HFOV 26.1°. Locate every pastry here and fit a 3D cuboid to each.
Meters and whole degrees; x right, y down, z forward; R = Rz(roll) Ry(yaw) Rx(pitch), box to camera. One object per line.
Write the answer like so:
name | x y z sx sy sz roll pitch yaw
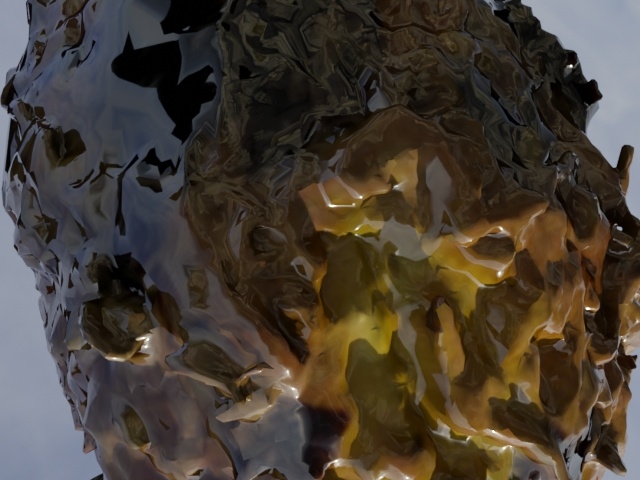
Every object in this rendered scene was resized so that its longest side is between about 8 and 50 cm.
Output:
pastry | -0.007 -0.015 0.680 0.405 0.292 0.337 -109 -7 -73

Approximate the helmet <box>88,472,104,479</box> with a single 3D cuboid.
helmet | -0.166 0.314 1.139 0.230 0.160 0.279 41 -105 3
